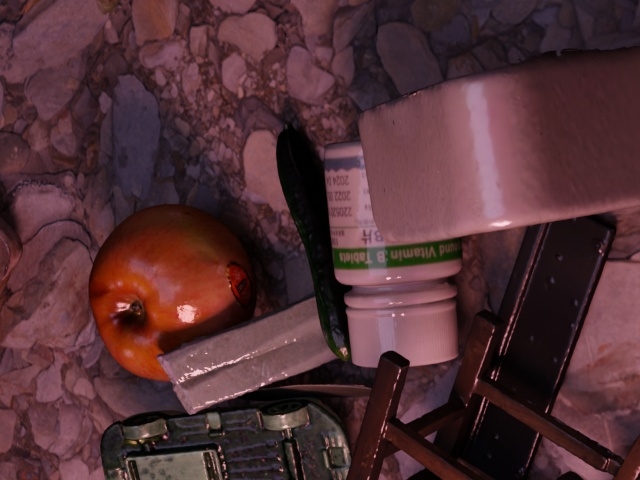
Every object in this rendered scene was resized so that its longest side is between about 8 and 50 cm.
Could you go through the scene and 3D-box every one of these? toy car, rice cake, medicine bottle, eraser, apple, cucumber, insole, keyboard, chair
[{"bbox_3d":[-0.099,0.250,1.962,0.306,0.125,0.136,-9,100,18],"label":"toy car"},{"bbox_3d":[-0.064,0.122,1.888,0.226,0.040,0.085,-20,90,-3],"label":"rice cake"},{"bbox_3d":[0.078,0.009,1.776,0.139,0.139,0.237,-2,93,39],"label":"medicine bottle"},{"bbox_3d":[0.216,-0.090,1.567,0.331,0.331,0.150,-11,91,39],"label":"eraser"},{"bbox_3d":[-0.173,0.061,1.970,0.209,0.164,0.209,8,104,37],"label":"apple"},{"bbox_3d":[0.000,0.000,1.874,0.056,0.056,0.284,-33,63,37],"label":"cucumber"},{"bbox_3d":[-0.023,0.172,1.923,0.232,0.080,0.003,-8,70,42],"label":"insole"},{"bbox_3d":[0.214,0.106,1.756,0.101,0.018,0.309,29,113,31],"label":"keyboard"},{"bbox_3d":[0.146,0.319,1.713,0.240,0.203,0.416,32,122,28],"label":"chair"}]

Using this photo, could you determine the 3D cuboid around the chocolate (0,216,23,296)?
[{"bbox_3d":[-0.501,0.063,2.277,0.185,0.100,0.303,39,121,17],"label":"chocolate"}]
